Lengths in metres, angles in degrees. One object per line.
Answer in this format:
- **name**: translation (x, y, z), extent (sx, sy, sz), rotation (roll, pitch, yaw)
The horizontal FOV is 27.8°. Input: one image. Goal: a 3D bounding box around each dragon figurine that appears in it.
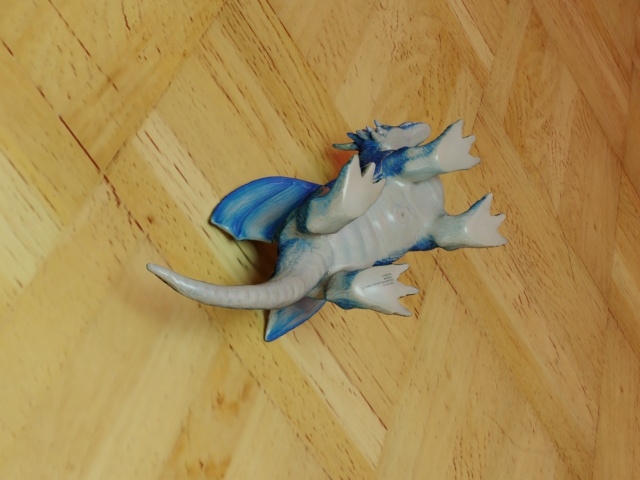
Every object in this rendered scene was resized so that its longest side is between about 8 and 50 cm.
- **dragon figurine**: translation (0.000, 0.000, 0.708), extent (0.289, 0.144, 0.085), rotation (-32, 101, -42)
